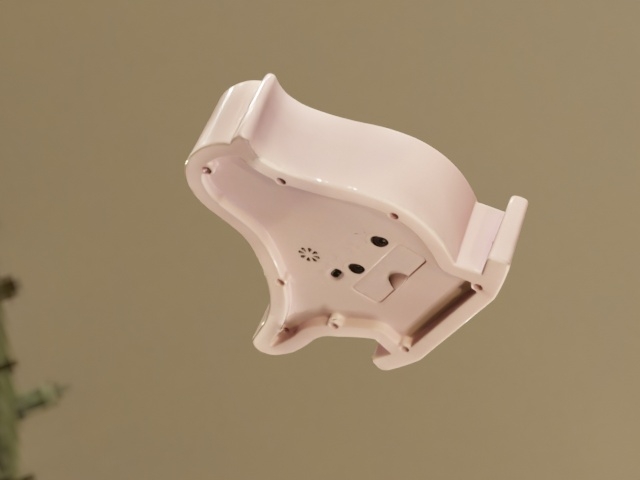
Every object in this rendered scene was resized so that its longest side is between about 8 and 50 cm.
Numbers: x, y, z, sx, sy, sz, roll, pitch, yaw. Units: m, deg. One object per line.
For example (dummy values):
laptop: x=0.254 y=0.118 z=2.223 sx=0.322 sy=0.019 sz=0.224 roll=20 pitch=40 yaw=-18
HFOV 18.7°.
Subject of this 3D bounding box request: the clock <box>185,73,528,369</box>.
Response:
clock: x=0.000 y=0.000 z=1.667 sx=0.275 sy=0.080 sz=0.290 roll=28 pitch=-36 yaw=-8
